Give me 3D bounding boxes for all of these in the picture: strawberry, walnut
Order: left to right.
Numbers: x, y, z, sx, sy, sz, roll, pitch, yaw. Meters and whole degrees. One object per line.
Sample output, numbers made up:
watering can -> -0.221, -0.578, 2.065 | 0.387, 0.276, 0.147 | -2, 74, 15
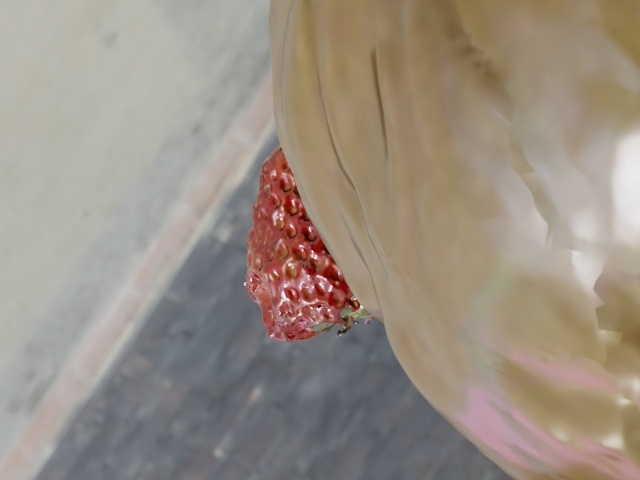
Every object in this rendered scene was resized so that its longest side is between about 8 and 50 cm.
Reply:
strawberry -> 0.000, 0.000, 0.801 | 0.073, 0.083, 0.073 | -22, 169, -4
walnut -> 0.159, -0.061, 0.682 | 0.398, 0.354, 0.308 | 22, 116, -41
